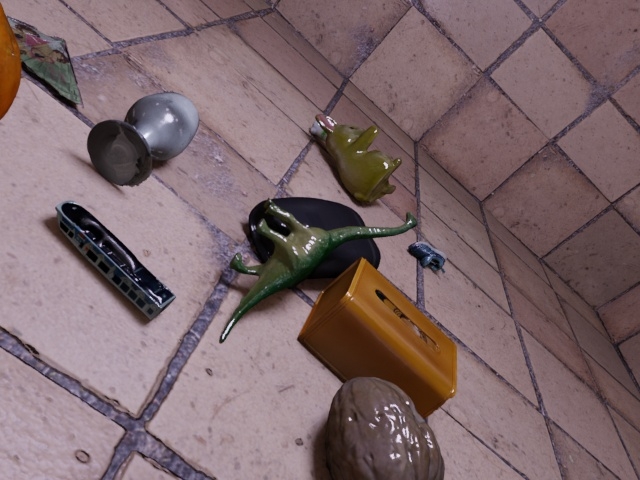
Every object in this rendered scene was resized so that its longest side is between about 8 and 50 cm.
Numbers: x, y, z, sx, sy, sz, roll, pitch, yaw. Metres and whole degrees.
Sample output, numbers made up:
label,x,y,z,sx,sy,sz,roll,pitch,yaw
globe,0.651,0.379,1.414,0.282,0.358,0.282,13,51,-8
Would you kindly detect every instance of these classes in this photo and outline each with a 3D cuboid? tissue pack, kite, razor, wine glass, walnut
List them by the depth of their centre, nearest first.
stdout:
label,x,y,z,sx,sy,sz,roll,pitch,yaw
walnut,0.087,0.305,0.790,0.178,0.178,0.230,25,28,-37
wine glass,-0.312,-0.195,0.964,0.126,0.126,0.241,41,27,-10
kite,-0.550,-0.355,0.967,0.323,0.013,0.267,38,25,-11
tissue pack,0.120,0.195,1.022,0.274,0.145,0.194,42,27,-6
razor,0.002,-0.001,1.161,0.349,0.113,0.204,1,54,-56

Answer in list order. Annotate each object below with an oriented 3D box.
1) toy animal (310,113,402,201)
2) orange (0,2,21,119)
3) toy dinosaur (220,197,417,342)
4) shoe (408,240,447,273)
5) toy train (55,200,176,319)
label,x,y,z,sx,sy,sz,roll,pitch,yaw
toy animal,0.109,-0.292,1.667,0.362,0.180,0.181,62,-7,21
orange,-0.506,-0.236,0.608,0.284,0.226,0.284,40,23,-22
toy dinosaur,0.004,0.048,0.975,0.301,0.087,0.447,35,58,-17
shoe,0.335,0.052,1.657,0.143,0.064,0.071,29,48,-22
toy train,-0.297,0.025,0.749,0.207,0.047,0.043,45,24,0
